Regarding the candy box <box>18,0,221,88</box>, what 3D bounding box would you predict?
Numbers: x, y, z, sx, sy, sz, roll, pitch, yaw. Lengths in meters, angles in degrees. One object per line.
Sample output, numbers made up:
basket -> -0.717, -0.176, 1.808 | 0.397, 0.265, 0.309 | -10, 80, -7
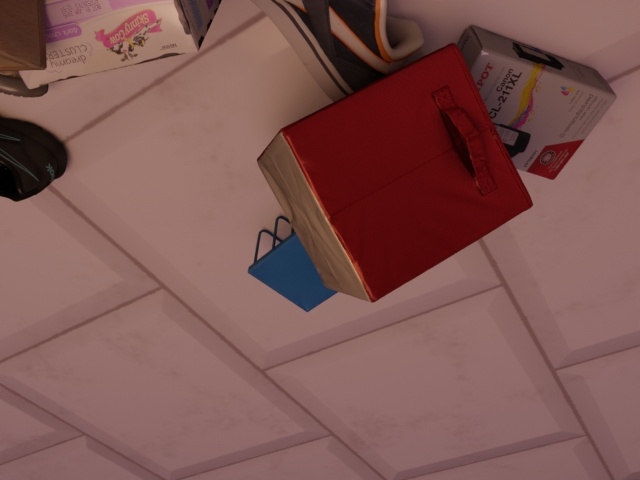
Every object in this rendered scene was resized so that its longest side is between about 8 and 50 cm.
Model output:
candy box -> -0.187, -0.233, 0.520 | 0.165, 0.196, 0.070 | -9, 131, 8

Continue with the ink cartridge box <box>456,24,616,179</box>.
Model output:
ink cartridge box -> 0.232, -0.162, 0.657 | 0.175, 0.072, 0.127 | 14, 131, -12

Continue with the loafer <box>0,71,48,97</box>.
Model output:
loafer -> -0.434, -0.237, 0.608 | 0.252, 0.094, 0.087 | 13, 107, -22

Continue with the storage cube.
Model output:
storage cube -> 0.065, -0.063, 0.591 | 0.193, 0.215, 0.183 | -30, 97, -13

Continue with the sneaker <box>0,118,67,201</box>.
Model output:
sneaker -> -0.467, -0.130, 0.681 | 0.268, 0.106, 0.101 | 19, 130, -14

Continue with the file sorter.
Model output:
file sorter -> 0.000, 0.000, 0.785 | 0.170, 0.104, 0.118 | -37, 121, 28

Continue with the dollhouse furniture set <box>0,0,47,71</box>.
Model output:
dollhouse furniture set -> -0.307, -0.318, 0.295 | 0.363, 0.256, 0.393 | -1, 94, 3

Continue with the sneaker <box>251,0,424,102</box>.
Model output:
sneaker -> -0.015, -0.278, 0.528 | 0.128, 0.126, 0.321 | -25, 138, 27
